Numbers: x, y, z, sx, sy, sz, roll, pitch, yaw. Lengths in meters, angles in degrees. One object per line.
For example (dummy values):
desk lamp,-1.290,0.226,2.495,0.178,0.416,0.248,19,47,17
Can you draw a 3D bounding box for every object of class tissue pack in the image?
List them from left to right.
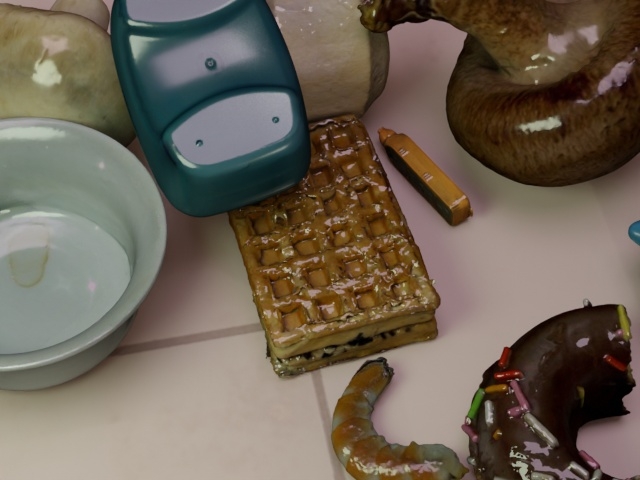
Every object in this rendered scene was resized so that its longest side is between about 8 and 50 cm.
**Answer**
tissue pack,-0.129,-0.174,1.678,0.198,0.206,0.287,-20,76,-9

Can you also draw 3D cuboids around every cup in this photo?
cup,-0.346,0.037,1.676,0.347,0.163,0.347,0,57,0

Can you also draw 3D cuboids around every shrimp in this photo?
shrimp,0.094,0.211,1.636,0.161,0.049,0.166,4,54,8

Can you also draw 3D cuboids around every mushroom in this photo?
mushroom,-0.337,-0.224,1.814,0.260,0.254,0.234,31,63,-30
mushroom,0.283,-0.262,1.794,0.334,0.356,0.331,-3,30,39

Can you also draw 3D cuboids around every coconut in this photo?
coconut,-0.029,-0.243,1.850,0.222,0.202,0.202,-9,56,-13

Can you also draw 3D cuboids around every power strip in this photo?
power strip,0.130,-0.087,1.834,0.028,0.049,0.178,-34,62,-14

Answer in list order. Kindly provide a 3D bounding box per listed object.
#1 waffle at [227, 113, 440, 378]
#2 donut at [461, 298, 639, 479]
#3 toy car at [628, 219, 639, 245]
waffle,0.000,-0.001,1.750,0.213,0.091,0.308,-14,57,-9
donut,0.298,0.230,1.574,0.259,0.136,0.345,-20,57,-17
toy car,0.467,0.002,1.698,0.190,0.188,0.255,27,62,26
